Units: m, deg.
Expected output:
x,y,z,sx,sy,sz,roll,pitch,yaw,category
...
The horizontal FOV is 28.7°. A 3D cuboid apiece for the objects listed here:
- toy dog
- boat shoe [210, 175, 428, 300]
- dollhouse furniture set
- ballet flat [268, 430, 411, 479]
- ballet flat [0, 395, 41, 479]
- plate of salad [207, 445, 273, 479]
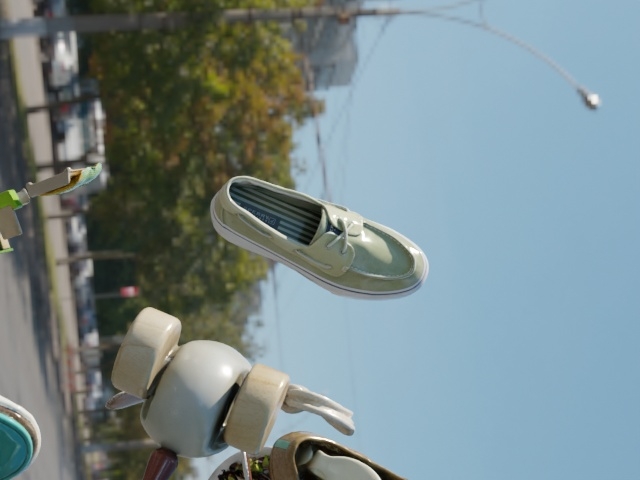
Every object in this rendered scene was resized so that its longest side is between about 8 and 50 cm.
x,y,z,sx,sy,sz,roll,pitch,yaw,category
-0.120,0.182,1.252,0.161,0.220,0.334,-63,155,-7,toy dog
0.000,0.000,1.632,0.094,0.302,0.109,122,-15,-73,boat shoe
-0.304,-0.032,1.351,0.076,0.152,0.058,-23,94,-72,dollhouse furniture set
0.093,0.330,1.521,0.116,0.342,0.124,-57,175,-19,ballet flat
-0.493,0.205,1.270,0.139,0.400,0.139,171,-90,-75,ballet flat
-0.075,0.365,1.606,0.048,0.200,0.200,17,64,-66,plate of salad
